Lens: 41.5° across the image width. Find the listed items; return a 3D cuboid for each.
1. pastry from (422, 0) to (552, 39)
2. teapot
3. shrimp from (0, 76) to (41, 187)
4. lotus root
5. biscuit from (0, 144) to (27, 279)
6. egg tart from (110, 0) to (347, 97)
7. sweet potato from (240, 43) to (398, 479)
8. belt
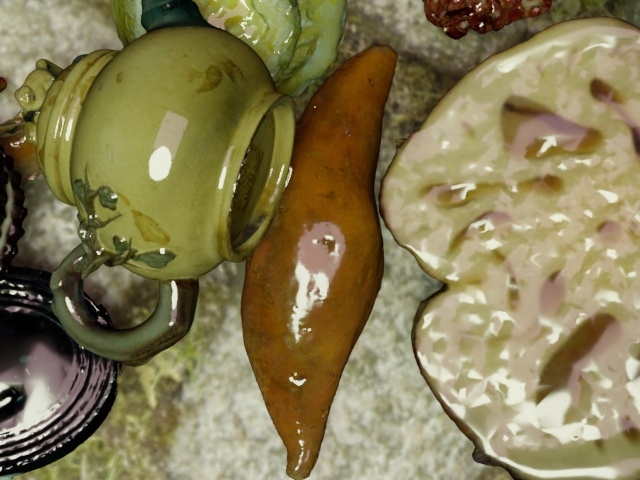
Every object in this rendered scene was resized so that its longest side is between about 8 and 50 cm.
[{"bbox_3d":[0.141,-0.280,0.739,0.115,0.097,0.208,5,79,-21],"label":"pastry"},{"bbox_3d":[-0.124,-0.054,0.578,0.183,0.173,0.269,19,91,10],"label":"teapot"},{"bbox_3d":[-0.283,-0.076,0.651,0.236,0.053,0.133,-27,68,-10],"label":"shrimp"},{"bbox_3d":[0.168,0.021,0.637,0.316,0.250,0.316,0,83,0],"label":"lotus root"},{"bbox_3d":[-0.298,-0.014,0.572,0.195,0.053,0.194,-1,69,3],"label":"biscuit"},{"bbox_3d":[-0.072,-0.172,0.646,0.197,0.078,0.197,1,121,2],"label":"egg tart"},{"bbox_3d":[-0.002,0.005,0.661,0.112,0.112,0.359,8,81,-11],"label":"sweet potato"},{"bbox_3d":[-0.245,0.099,0.608,0.199,0.078,0.151,-5,75,-12],"label":"belt"}]
